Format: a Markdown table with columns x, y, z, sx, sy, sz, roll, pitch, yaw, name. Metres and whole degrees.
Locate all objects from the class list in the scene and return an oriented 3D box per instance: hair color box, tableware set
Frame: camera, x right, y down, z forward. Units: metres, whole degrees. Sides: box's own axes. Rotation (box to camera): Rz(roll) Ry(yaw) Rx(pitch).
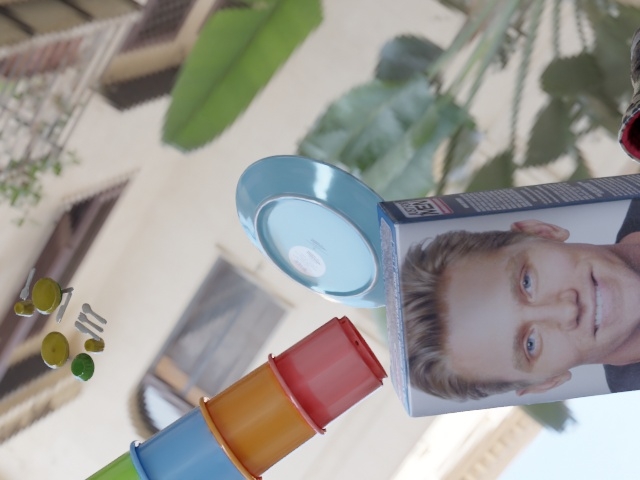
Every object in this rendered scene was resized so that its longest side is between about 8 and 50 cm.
| x | y | z | sx | sy | sz | roll | pitch | yaw | name |
| --- | --- | --- | --- | --- | --- | --- | --- | --- | --- |
| 0.231 | 0.039 | 1.326 | 0.347 | 0.174 | 0.105 | -7 | -167 | -5 | hair color box |
| -0.338 | 0.112 | 2.010 | 0.154 | 0.104 | 0.024 | 31 | -166 | 28 | tableware set |

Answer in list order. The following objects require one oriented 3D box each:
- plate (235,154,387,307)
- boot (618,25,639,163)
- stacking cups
| x | y | z | sx | sy | sz | roll | pitch | yaw | name |
| --- | --- | --- | --- | --- | --- | --- | --- | --- | --- |
| 0.000 | 0.000 | 1.411 | 0.188 | 0.188 | 0.024 | 33 | -126 | 0 | plate |
| 0.545 | -0.192 | 1.863 | 0.377 | 0.138 | 0.284 | 1 | -151 | 21 | boot |
| -0.097 | 0.164 | 1.165 | 0.096 | 0.316 | 0.096 | 53 | 180 | 0 | stacking cups |
